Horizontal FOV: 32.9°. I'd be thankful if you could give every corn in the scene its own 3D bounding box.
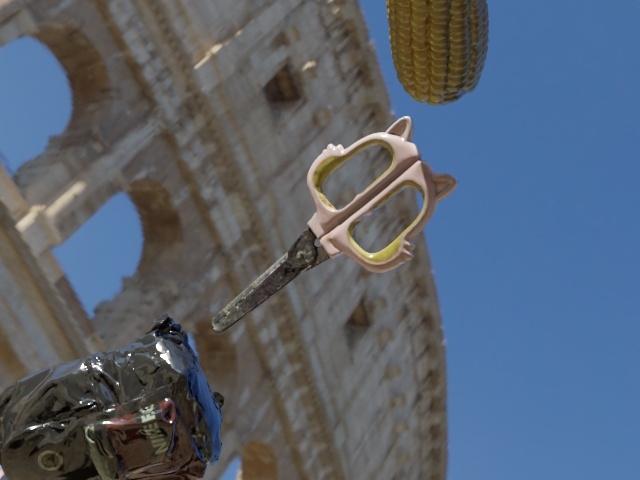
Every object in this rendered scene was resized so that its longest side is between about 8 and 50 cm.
[{"bbox_3d":[0.127,-0.298,1.182,0.120,0.120,0.363,15,-42,21],"label":"corn"}]

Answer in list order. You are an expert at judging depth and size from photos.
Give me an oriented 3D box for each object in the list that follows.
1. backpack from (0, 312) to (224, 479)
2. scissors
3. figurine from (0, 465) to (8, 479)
[{"bbox_3d":[-0.158,0.141,0.809,0.165,0.106,0.120,-24,-49,-1],"label":"backpack"},{"bbox_3d":[0.000,0.000,1.180,0.317,0.024,0.160,-39,-108,12],"label":"scissors"},{"bbox_3d":[-0.503,0.267,1.298,0.275,0.158,0.161,0,-23,19],"label":"figurine"}]
